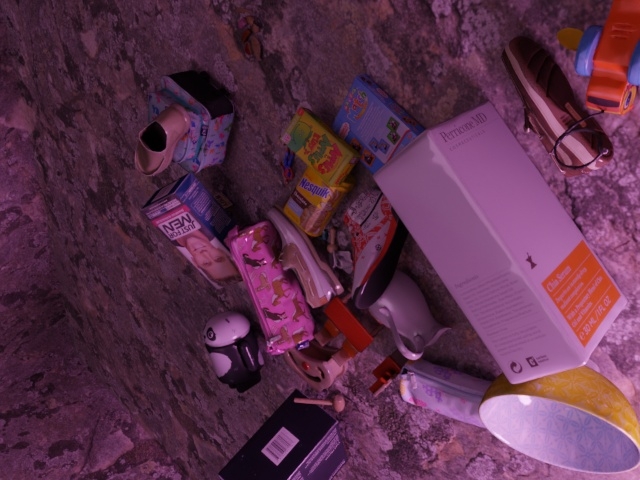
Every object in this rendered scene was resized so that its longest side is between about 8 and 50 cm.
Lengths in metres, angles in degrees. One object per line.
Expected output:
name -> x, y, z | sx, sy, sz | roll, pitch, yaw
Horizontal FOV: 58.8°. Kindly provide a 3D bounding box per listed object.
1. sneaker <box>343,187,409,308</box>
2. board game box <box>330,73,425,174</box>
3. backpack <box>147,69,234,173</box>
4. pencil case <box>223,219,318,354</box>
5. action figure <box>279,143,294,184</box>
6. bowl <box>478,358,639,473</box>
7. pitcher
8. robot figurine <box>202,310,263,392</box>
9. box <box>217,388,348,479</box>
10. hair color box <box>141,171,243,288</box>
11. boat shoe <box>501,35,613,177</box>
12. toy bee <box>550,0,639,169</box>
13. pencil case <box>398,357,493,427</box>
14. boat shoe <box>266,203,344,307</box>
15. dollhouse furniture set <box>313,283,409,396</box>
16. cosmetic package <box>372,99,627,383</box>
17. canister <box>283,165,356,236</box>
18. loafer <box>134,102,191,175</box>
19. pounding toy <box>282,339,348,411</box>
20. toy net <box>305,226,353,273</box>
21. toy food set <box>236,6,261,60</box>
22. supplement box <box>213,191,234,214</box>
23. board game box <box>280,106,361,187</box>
sneaker -> 0.106, 0.011, 1.300 | 0.144, 0.090, 0.270 | 25, 92, 39
board game box -> 0.127, -0.233, 1.245 | 0.211, 0.039, 0.160 | 47, 139, 15
backpack -> -0.369, -0.318, 1.608 | 0.225, 0.191, 0.254 | 40, 141, 21
pencil case -> -0.141, 0.128, 1.622 | 0.167, 0.159, 0.387 | -96, -15, -86
action figure -> -0.087, -0.199, 1.498 | 0.038, 0.030, 0.115 | 25, 131, 28
bowl -> 0.468, 0.308, 1.098 | 0.289, 0.156, 0.290 | 20, 147, 14
pitcher -> 0.185, 0.170, 1.319 | 0.207, 0.177, 0.125 | 48, 122, 12
robot figurine -> -0.299, 0.379, 1.948 | 0.208, 0.174, 0.278 | -11, 107, 16
box -> -0.100, 0.693, 1.741 | 0.178, 0.343, 0.313 | 30, 149, 32
hair color box -> -0.344, -0.020, 1.695 | 0.173, 0.105, 0.347 | -19, 122, 38
boat shoe -> 0.375, -0.215, 0.959 | 0.258, 0.095, 0.095 | 57, 146, 3
toy bee -> 0.435, -0.259, 0.850 | 0.195, 0.162, 0.298 | 48, 114, 27
pencil case -> 0.318, 0.359, 1.342 | 0.273, 0.113, 0.124 | 10, 142, 42
boat shoe -> -0.063, 0.042, 1.530 | 0.302, 0.103, 0.113 | 54, 175, 8
dollhouse furniture set -> 0.109, 0.259, 1.483 | 0.259, 0.135, 0.262 | 47, 139, 15
cosmetic package -> 0.326, -0.004, 1.030 | 0.453, 0.230, 0.161 | 56, 139, 4
canister -> -0.006, -0.110, 1.393 | 0.126, 0.073, 0.170 | 43, 119, 19
loafer -> -0.436, -0.258, 1.495 | 0.102, 0.092, 0.268 | 49, 133, 2
pounding toy -> -0.026, 0.384, 1.683 | 0.269, 0.154, 0.154 | 38, 140, 24
toy net -> 0.000, 0.000, 1.512 | 0.232, 0.045, 0.122 | 58, 140, 2
toy food set -> -0.175, -0.513, 1.409 | 0.077, 0.019, 0.122 | 27, 138, 34
supplement box -> -0.323, -0.094, 1.761 | 0.056, 0.083, 0.083 | 47, 138, 12
board game box -> -0.002, -0.215, 1.304 | 0.181, 0.043, 0.092 | 45, 113, 21
